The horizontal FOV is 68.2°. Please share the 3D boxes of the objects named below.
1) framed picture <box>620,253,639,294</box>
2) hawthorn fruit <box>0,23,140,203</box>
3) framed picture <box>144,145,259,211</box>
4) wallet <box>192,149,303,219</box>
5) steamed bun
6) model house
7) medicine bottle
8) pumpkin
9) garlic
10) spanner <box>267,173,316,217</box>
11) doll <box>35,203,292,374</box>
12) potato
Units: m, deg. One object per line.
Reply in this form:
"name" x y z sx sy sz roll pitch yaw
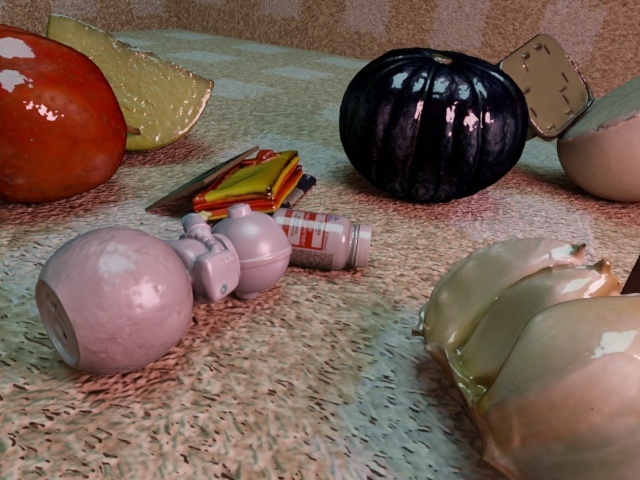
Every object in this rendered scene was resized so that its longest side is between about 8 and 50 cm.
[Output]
"framed picture" 0.345 0.105 0.455 0.127 0.169 0.023 28 34 34
"hawthorn fruit" -0.448 -0.198 0.785 0.287 0.287 0.330 27 21 33
"framed picture" -0.202 -0.113 0.835 0.135 0.010 0.201 -18 18 27
"wallet" -0.119 -0.103 0.815 0.141 0.067 0.241 -6 22 10
"steamed bun" 0.704 -0.214 0.984 0.374 0.241 0.374 -33 10 6
"model house" 0.441 -0.309 1.127 0.218 0.205 0.278 -36 3 -23
"medicine bottle" 0.000 0.000 0.672 0.140 0.079 0.079 8 29 3
"pumpkin" 0.219 -0.230 0.939 0.363 0.266 0.363 5 30 -3
"garlic" 0.222 0.110 0.409 0.185 0.203 0.281 44 9 -12
"spanner" -0.064 -0.063 0.838 0.087 0.024 0.316 15 28 13
"doll" -0.144 0.035 0.522 0.150 0.151 0.287 27 32 33
"potato" -0.435 -0.300 1.047 0.330 0.213 0.280 21 -2 -18
